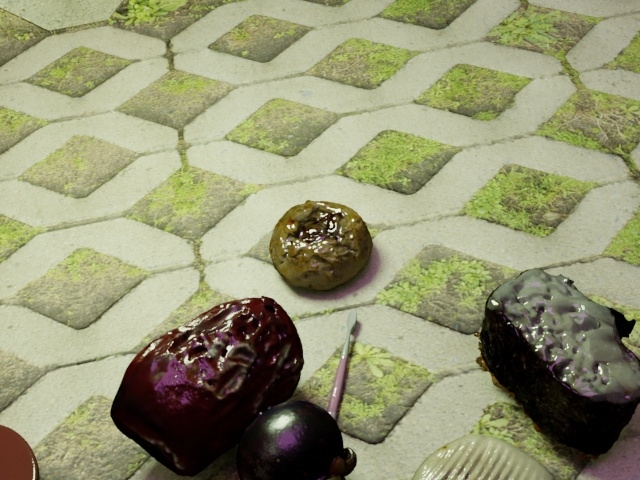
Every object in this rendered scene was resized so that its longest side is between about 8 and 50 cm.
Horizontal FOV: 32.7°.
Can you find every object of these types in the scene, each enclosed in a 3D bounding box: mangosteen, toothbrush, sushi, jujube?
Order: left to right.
[{"bbox_3d":[-0.192,0.257,1.955,0.377,0.258,0.258,-30,46,-26],"label":"jujube"},{"bbox_3d":[-0.032,0.386,1.860,0.194,0.194,0.230,-36,75,-28],"label":"mangosteen"},{"bbox_3d":[0.041,0.247,2.108,0.020,0.025,0.286,5,45,11],"label":"toothbrush"},{"bbox_3d":[0.440,0.213,1.960,0.234,0.207,0.348,-13,46,-24],"label":"sushi"}]

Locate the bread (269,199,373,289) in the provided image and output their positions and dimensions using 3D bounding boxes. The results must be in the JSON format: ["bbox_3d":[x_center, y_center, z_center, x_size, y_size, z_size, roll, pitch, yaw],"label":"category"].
[{"bbox_3d":[0.000,0.000,2.314,0.230,0.123,0.230,-3,40,3],"label":"bread"}]

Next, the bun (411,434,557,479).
[{"bbox_3d":[0.258,0.446,1.740,0.273,0.168,0.273,-5,45,5],"label":"bun"}]

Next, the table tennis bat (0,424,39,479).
[{"bbox_3d":[-0.616,0.473,1.936,0.268,0.051,0.415,-27,44,-20],"label":"table tennis bat"}]
